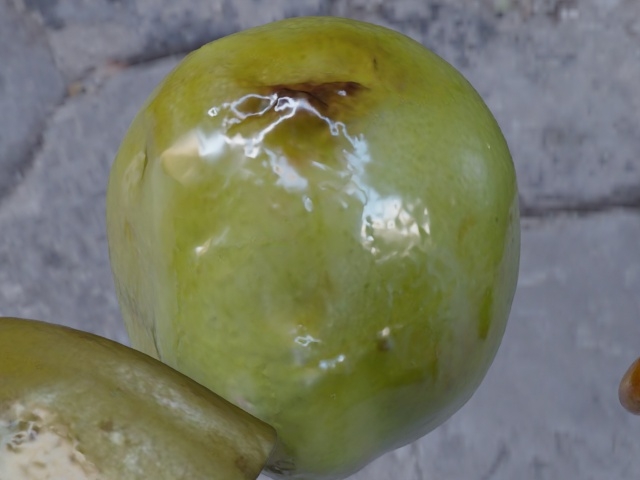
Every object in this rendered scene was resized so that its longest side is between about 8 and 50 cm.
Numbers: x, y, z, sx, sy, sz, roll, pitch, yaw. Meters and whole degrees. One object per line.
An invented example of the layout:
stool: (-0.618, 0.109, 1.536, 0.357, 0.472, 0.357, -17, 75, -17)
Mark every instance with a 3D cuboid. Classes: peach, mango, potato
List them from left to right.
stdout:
potato: (-0.144, 0.114, 0.887, 0.158, 0.178, 0.203, 40, 106, -5)
peach: (-0.001, 0.002, 1.343, 0.281, 0.315, 0.314, -17, 31, -11)
mango: (0.235, 0.096, 1.350, 0.060, 0.089, 0.046, -27, 76, -29)
